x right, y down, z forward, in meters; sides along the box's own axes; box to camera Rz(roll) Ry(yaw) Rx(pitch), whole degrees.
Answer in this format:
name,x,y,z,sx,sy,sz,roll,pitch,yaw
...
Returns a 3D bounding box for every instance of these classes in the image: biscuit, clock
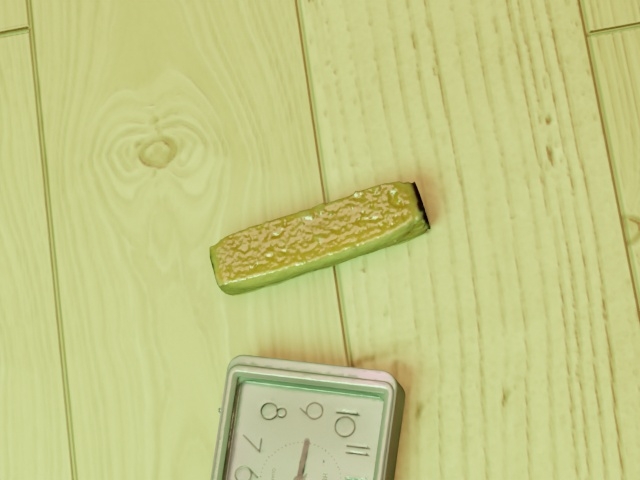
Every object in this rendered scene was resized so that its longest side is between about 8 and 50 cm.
name,x,y,z,sx,sy,sz,roll,pitch,yaw
biscuit,0.000,0.000,1.509,0.188,0.056,0.052,-17,75,2
clock,-0.017,0.200,1.452,0.150,0.063,0.197,6,76,9
